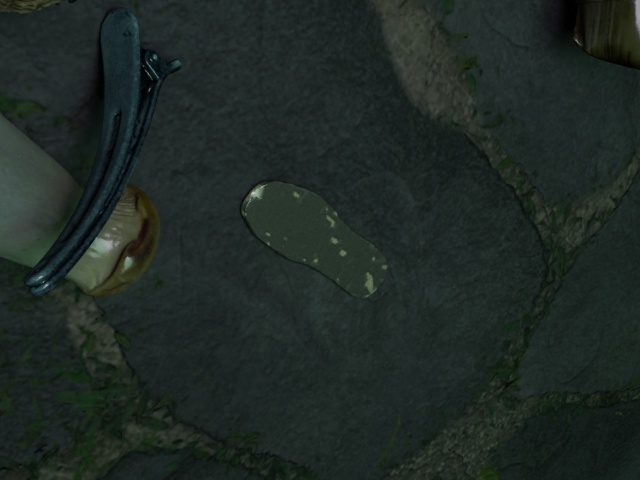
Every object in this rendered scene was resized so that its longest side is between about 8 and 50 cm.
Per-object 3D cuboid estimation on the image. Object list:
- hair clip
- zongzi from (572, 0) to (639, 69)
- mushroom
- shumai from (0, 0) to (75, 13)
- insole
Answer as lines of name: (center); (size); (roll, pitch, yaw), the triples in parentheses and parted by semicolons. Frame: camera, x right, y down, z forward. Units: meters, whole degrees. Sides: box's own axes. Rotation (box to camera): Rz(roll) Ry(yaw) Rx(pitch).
hair clip: (-0.176, -0.068, 0.734); (0.083, 0.048, 0.275); (48, 41, -45)
zongzi: (0.424, -0.374, 1.108); (0.300, 0.138, 0.286); (-23, 118, -44)
mushroom: (-0.283, -0.035, 0.729); (0.159, 0.122, 0.329); (-50, 137, 11)
shumai: (-0.247, -0.237, 0.660); (0.145, 0.145, 0.116); (-1, 72, -38)
insole: (0.000, 0.000, 1.033); (0.248, 0.011, 0.081); (36, 89, -43)
